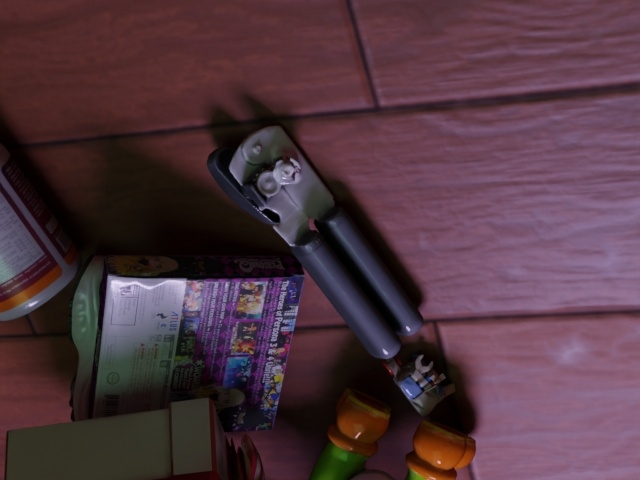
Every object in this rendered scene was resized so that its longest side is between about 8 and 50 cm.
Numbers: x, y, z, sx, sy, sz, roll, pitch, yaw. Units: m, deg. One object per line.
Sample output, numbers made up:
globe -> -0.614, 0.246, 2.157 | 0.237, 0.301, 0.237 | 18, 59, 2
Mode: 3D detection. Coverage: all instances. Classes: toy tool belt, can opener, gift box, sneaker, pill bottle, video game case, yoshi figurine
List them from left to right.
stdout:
pill bottle -> -0.365, -0.031, 1.544 | 0.121, 0.121, 0.221 | -21, 113, 30
sneaker -> -0.222, 0.144, 1.624 | 0.108, 0.100, 0.271 | 10, 125, 8
gift box -> -0.181, 0.329, 1.538 | 0.258, 0.255, 0.276 | -8, 149, 3
video game case -> -0.138, 0.116, 1.548 | 0.210, 0.042, 0.232 | 0, 128, -15
can opener -> 0.000, 0.000, 1.472 | 0.280, 0.074, 0.093 | 51, 159, -14
yoshi figurine -> 0.036, 0.356, 1.569 | 0.203, 0.362, 0.203 | 22, 177, -37
toy tool belt -> 0.107, 0.145, 1.536 | 0.051, 0.052, 0.083 | -37, 112, -4
